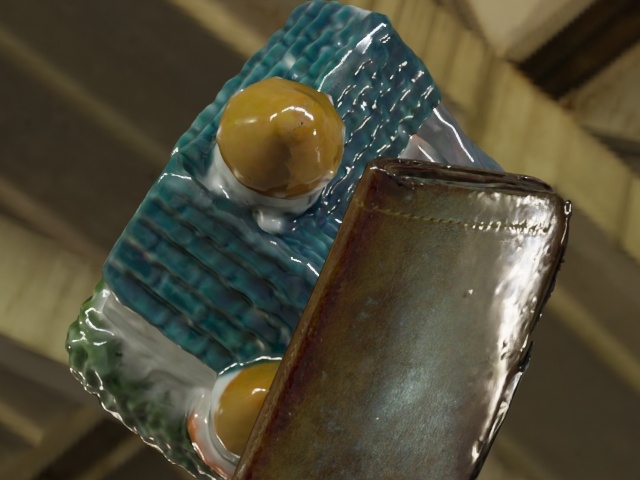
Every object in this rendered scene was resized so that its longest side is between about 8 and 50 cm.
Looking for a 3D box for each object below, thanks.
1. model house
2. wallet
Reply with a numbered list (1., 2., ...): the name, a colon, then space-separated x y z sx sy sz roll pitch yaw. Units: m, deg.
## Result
1. model house: 0.000 0.000 0.949 0.190 0.271 0.301 39 -13 3
2. wallet: 0.025 0.086 0.760 0.137 0.255 0.031 8 23 -41
